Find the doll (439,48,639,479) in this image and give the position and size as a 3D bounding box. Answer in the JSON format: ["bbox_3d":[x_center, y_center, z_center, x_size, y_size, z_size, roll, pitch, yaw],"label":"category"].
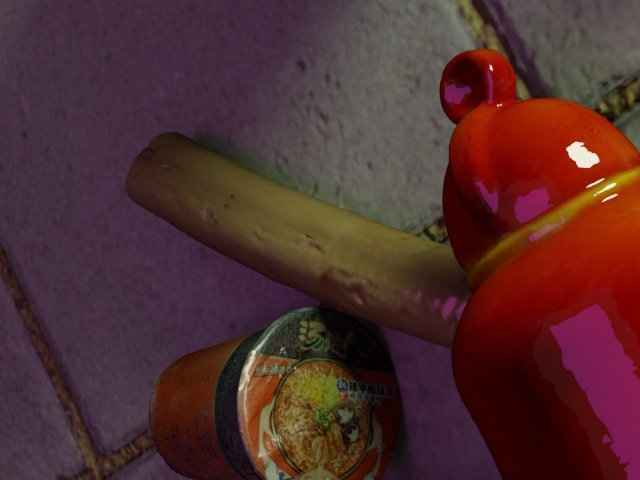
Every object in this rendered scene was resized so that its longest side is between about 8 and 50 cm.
[{"bbox_3d":[0.154,0.064,0.665,0.182,0.160,0.363,-42,72,47],"label":"doll"}]

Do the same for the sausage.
[{"bbox_3d":[-0.001,0.002,0.856,0.301,0.066,0.065,23,115,38],"label":"sausage"}]

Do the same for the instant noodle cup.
[{"bbox_3d":[-0.038,0.110,0.885,0.136,0.127,0.127,-12,92,51],"label":"instant noodle cup"}]
